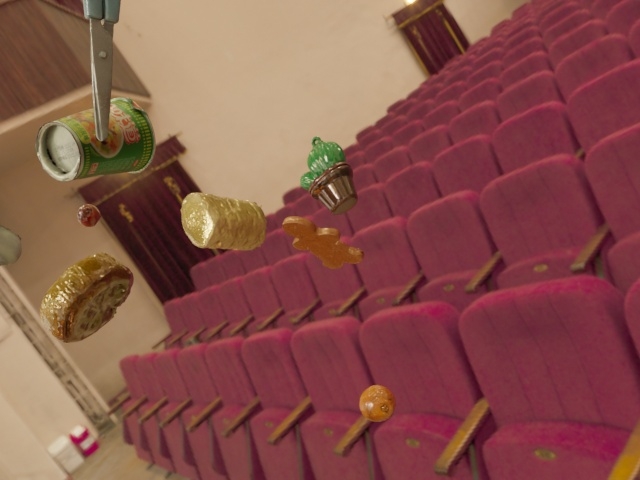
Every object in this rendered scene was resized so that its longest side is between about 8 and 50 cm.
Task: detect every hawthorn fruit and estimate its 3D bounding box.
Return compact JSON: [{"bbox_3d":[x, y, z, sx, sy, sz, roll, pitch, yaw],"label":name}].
[{"bbox_3d":[-0.733,-0.080,1.916,0.077,0.077,0.077,-33,8,5],"label":"hawthorn fruit"}]

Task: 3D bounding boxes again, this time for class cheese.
[{"bbox_3d":[-0.198,-0.039,1.271,0.094,0.123,0.167,-38,-25,29],"label":"cheese"}]

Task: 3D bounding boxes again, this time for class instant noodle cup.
[{"bbox_3d":[-0.567,-0.246,1.519,0.207,0.207,0.233,-28,3,32],"label":"instant noodle cup"}]

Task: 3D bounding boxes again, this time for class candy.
[{"bbox_3d":[-0.610,0.153,1.602,0.260,0.118,0.260,-49,-15,-18],"label":"candy"}]

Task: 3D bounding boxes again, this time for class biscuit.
[{"bbox_3d":[0.000,-0.001,1.644,0.166,0.250,0.036,-18,49,44],"label":"biscuit"}]

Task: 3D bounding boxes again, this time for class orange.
[{"bbox_3d":[0.127,0.363,1.356,0.084,0.083,0.083,-33,8,5],"label":"orange"}]

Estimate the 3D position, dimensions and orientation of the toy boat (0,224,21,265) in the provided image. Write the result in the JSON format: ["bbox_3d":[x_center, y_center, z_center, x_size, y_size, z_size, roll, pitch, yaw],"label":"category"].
[{"bbox_3d":[-0.684,-0.001,1.162,0.134,0.208,0.078,-36,37,53],"label":"toy boat"}]

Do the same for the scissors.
[{"bbox_3d":[-0.466,-0.437,1.296,0.193,0.446,0.029,-3,9,-41],"label":"scissors"}]

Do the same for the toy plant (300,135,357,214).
[{"bbox_3d":[0.014,-0.157,1.466,0.105,0.200,0.143,3,-38,-48],"label":"toy plant"}]
